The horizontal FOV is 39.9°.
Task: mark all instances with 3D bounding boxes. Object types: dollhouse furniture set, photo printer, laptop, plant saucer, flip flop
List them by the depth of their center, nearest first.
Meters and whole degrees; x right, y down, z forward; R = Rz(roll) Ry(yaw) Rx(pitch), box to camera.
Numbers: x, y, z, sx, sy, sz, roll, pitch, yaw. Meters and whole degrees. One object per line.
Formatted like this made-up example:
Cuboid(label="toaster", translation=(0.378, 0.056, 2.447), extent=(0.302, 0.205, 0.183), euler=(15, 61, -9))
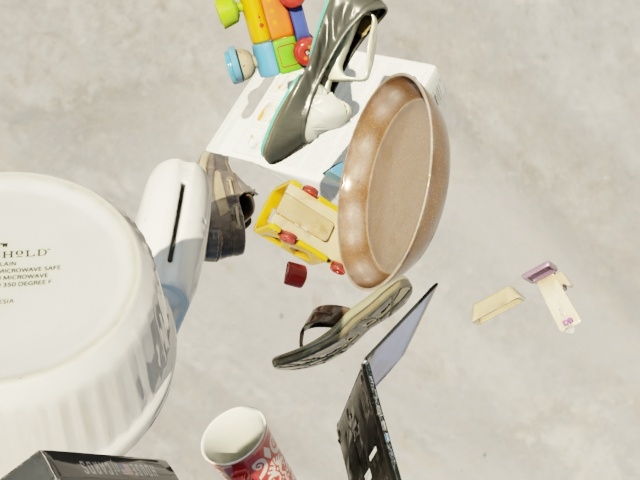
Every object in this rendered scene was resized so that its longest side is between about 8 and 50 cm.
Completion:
Cuboid(label="plant saucer", translation=(0.057, -0.043, 0.677), extent=(0.029, 0.168, 0.168), euler=(10, 134, -20))
Cuboid(label="dollhouse furniture set", translation=(0.245, 0.092, 1.025), extent=(0.114, 0.081, 0.091), euler=(-31, 157, 19))
Cuboid(label="laptop", translation=(0.107, 0.235, 1.195), extent=(0.136, 0.264, 0.234), euler=(-7, 148, -13))
Cuboid(label="photo printer", translation=(-0.252, 0.041, 1.379), extent=(0.107, 0.256, 0.307), euler=(14, 143, -14))
Cuboid(label="flip flop", translation=(0.032, 0.137, 1.523), extent=(0.277, 0.112, 0.080), euler=(-38, 69, 7))

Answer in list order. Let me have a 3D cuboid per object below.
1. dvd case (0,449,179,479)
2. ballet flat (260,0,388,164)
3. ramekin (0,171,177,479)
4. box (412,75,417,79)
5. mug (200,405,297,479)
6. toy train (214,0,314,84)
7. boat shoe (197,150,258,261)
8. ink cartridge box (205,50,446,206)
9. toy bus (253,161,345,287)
Cuboid(label="dvd case", translation=(-0.224, 0.219, 0.574), extent=(0.238, 0.179, 0.030), euler=(-37, 70, 1))
Cuboid(label="ballet flat", translation=(0.011, -0.221, 1.217), extent=(0.096, 0.095, 0.280), euler=(26, 98, 17))
Cuboid(label="ramekin", translation=(-0.251, 0.062, 0.714), extent=(0.272, 0.273, 0.127), euler=(18, 139, 5))
Cuboid(label="box", translation=(0.142, -0.198, 1.492), extent=(0.027, 0.094, 0.137), euler=(3, 131, -19))
Cuboid(label="mug", translation=(-0.116, 0.379, 1.425), extent=(0.113, 0.150, 0.169), euler=(1, 135, 31))
Cuboid(label="toy train", translation=(-0.095, -0.362, 1.313), extent=(0.143, 0.105, 0.248), euler=(-16, 111, -1))
Cuboid(label="boat shoe", translation=(-0.195, -0.062, 1.756), extent=(0.130, 0.355, 0.132), euler=(8, 124, -8))
Cuboid(label="ink cartridge box", translation=(0.008, -0.232, 1.725), extent=(0.385, 0.308, 0.091), euler=(17, 157, 32))
Cuboid(label="toy bus", translation=(-0.007, -0.011, 1.437), extent=(0.104, 0.191, 0.202), euler=(-16, 90, 63))
